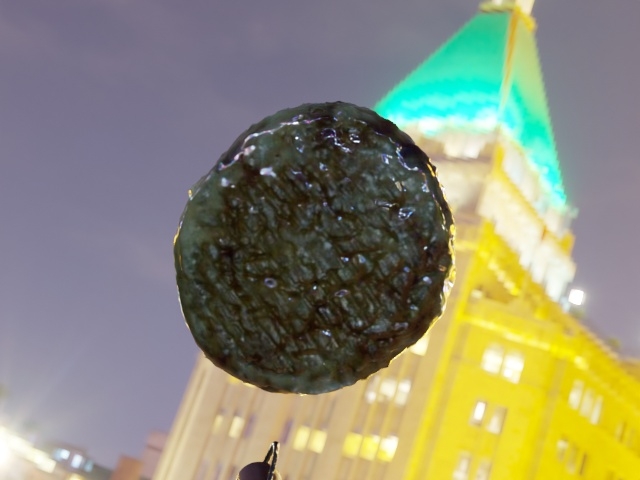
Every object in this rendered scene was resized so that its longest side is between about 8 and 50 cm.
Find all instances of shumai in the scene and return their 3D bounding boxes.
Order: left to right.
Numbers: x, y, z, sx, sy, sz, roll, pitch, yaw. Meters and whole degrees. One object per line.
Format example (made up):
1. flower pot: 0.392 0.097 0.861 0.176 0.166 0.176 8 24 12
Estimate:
1. shumai: 0.000 0.000 1.943 0.395 0.395 0.348 18 10 4

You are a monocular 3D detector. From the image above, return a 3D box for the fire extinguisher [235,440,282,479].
1. fire extinguisher: -0.049 0.223 1.256 0.045 0.078 0.157 23 10 -8
